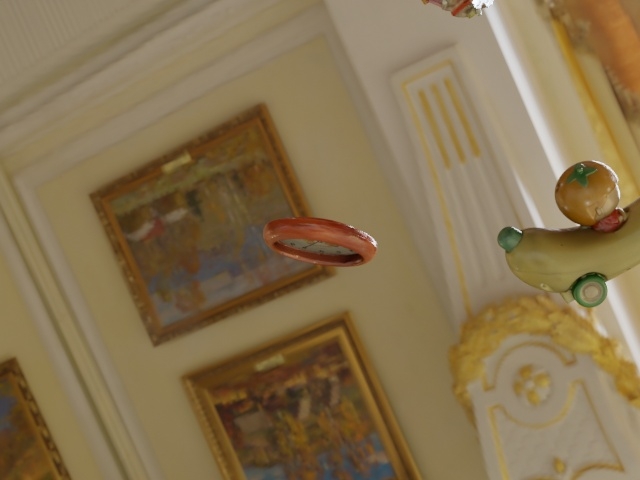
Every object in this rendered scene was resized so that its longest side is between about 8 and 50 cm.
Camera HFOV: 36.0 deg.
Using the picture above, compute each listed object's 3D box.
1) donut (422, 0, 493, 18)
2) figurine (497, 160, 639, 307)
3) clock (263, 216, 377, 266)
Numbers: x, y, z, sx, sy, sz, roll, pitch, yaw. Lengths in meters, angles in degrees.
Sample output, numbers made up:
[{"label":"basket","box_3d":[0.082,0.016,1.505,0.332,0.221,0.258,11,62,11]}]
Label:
[{"label":"donut","box_3d":[0.244,-0.552,1.600,0.142,0.383,0.382,19,-160,19]},{"label":"figurine","box_3d":[0.463,-0.031,1.660,0.324,0.222,0.124,-30,-165,8]},{"label":"clock","box_3d":[0.000,0.000,1.738,0.205,0.051,0.205,8,165,2]}]
